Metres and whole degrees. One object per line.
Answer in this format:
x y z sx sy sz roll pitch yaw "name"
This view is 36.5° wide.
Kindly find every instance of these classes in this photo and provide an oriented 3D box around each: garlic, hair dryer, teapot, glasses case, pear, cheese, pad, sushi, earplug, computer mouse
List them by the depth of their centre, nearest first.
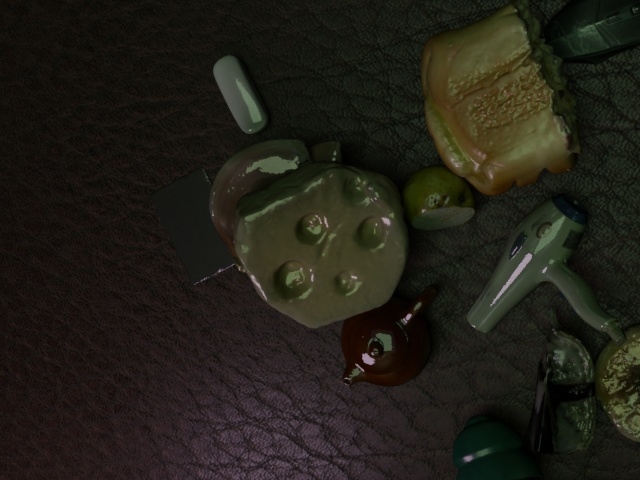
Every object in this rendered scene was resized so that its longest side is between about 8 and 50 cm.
0.500 -0.380 1.679 0.231 0.071 0.126 -17 91 19 "computer mouse"
0.381 0.104 1.729 0.296 0.119 0.298 -39 49 40 "hair dryer"
0.452 0.262 1.765 0.109 0.134 0.273 8 85 4 "sushi"
0.000 0.000 1.766 0.326 0.115 0.318 22 109 -16 "cheese"
0.215 -0.085 1.788 0.141 0.141 0.104 -12 73 19 "pear"
0.325 0.470 1.826 0.163 0.257 0.280 -10 73 -9 "earplug"
0.133 0.181 1.841 0.178 0.135 0.252 43 108 5 "teapot"
-0.075 -0.067 1.870 0.279 0.132 0.325 20 103 -8 "garlic"
-0.158 -0.289 1.926 0.063 0.041 0.164 -29 88 21 "glasses case"
-0.255 -0.029 2.012 0.143 0.003 0.211 -26 88 20 "pad"

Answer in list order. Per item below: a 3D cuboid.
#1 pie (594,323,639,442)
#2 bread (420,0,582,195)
0.583 0.254 1.743 0.185 0.052 0.218 7 97 23 "pie"
0.315 -0.237 1.697 0.270 0.211 0.316 -26 81 28 "bread"
